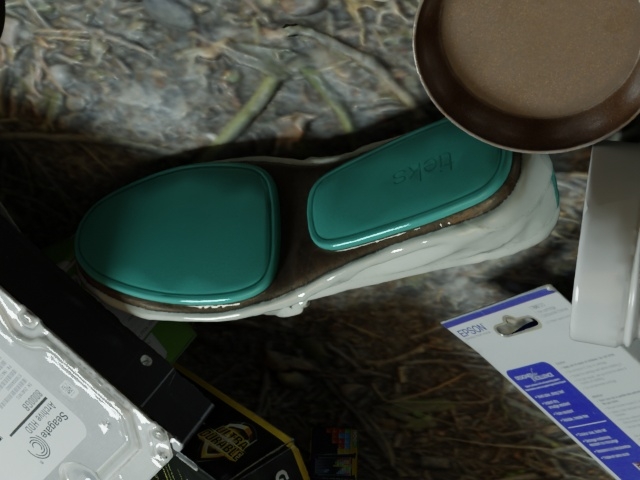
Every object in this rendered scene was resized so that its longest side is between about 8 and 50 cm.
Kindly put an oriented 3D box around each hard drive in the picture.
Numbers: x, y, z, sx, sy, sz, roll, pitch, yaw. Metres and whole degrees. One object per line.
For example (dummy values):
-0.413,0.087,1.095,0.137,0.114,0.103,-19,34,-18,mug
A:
-0.276,0.092,1.449,0.339,0.064,0.237,42,134,-5,hard drive

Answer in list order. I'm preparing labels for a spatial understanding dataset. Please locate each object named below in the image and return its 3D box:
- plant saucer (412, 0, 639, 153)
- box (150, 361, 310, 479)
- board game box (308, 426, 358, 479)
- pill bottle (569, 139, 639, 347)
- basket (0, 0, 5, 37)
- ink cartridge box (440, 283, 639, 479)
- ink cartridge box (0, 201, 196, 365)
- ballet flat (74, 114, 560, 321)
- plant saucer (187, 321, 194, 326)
0.145,-0.136,1.190,0.168,0.029,0.168,4,125,5,plant saucer
-0.065,0.277,1.572,0.257,0.079,0.322,27,141,57,box
0.011,0.278,1.674,0.048,0.141,0.170,2,140,3,board game box
0.344,0.020,1.219,0.334,0.188,0.188,8,141,10,pill bottle
-0.349,-0.150,1.267,0.227,0.154,0.204,-19,122,30,basket
0.264,0.135,1.419,0.333,0.065,0.165,42,153,-14,ink cartridge box
-0.257,0.032,1.504,0.189,0.097,0.255,-23,109,38,ink cartridge box
0.000,0.000,1.367,0.400,0.139,0.139,-12,134,28,ballet flat
-0.148,0.054,1.554,0.083,0.015,0.083,9,141,7,plant saucer
